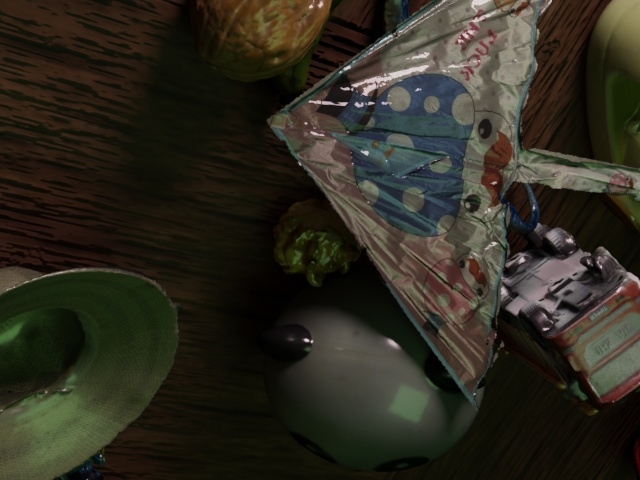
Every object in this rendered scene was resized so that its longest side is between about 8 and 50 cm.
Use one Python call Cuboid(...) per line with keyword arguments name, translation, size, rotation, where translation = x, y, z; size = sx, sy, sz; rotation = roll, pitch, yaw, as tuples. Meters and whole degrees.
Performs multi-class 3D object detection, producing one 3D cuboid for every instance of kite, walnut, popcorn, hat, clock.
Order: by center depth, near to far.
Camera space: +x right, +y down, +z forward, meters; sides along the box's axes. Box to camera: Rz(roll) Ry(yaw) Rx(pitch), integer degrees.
Cuboid(name="walnut", translation=(-0.042, -0.176, 1.124), size=(0.124, 0.105, 0.105), rotation=(-54, 136, 2))
Cuboid(name="hat", translation=(-0.240, 0.081, 1.189), size=(0.252, 0.110, 0.252), rotation=(-25, 144, -20))
Cuboid(name="kite", translation=(0.125, -0.065, 1.242), size=(0.368, 0.014, 0.406), rotation=(8, 91, -23))
Cuboid(name="popcorn", translation=(0.000, 0.000, 1.311), size=(0.082, 0.083, 0.057), rotation=(-33, 137, -41))
Cuboid(name="clock", translation=(0.400, -0.116, 1.459), size=(0.286, 0.117, 0.348), rotation=(-23, 132, -16))

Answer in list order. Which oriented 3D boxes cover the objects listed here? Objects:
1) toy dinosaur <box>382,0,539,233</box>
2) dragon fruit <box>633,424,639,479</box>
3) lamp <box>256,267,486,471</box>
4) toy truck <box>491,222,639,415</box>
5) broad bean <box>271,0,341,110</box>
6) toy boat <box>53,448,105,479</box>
Cuboid(name="toy dinosaur", translation=(0.091, -0.088, 1.304), size=(0.147, 0.076, 0.363), rotation=(-47, 132, -10))
Cuboid(name="dragon fruit", translation=(0.464, 0.263, 1.779), size=(0.193, 0.192, 0.274), rotation=(-21, 147, 11))
Cuboid(name="lamp", translation=(0.049, 0.122, 1.366), size=(0.198, 0.197, 0.244), rotation=(-34, 163, -7))
Cuboid(name="toy truck", translation=(0.225, 0.072, 1.410), size=(0.114, 0.270, 0.135), rotation=(-37, 105, -4))
Cuboid(name="broad bean", translation=(0.013, -0.195, 1.185), size=(0.069, 0.039, 0.226), rotation=(20, 115, -20))
Cuboid(name="toy boat", translation=(-0.221, 0.182, 1.323), size=(0.061, 0.060, 0.137), rotation=(-21, 131, 7))
